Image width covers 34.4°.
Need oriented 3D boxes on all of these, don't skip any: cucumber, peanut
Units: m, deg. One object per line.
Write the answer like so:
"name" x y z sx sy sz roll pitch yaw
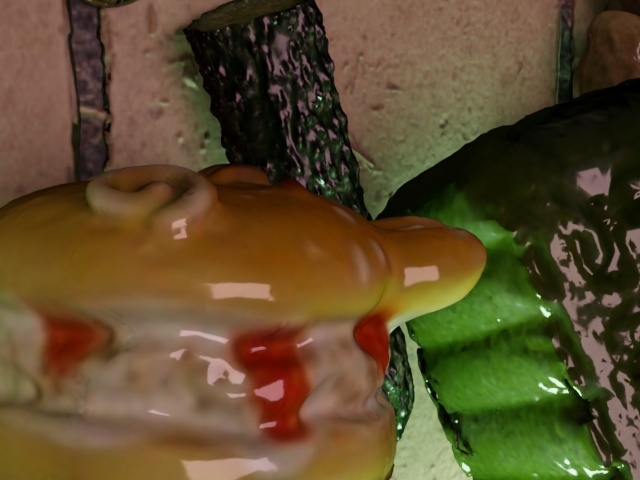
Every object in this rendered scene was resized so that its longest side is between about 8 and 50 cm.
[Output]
"cucumber" 0.000 0.000 0.764 0.096 0.096 0.359 -30 115 -30
"peanut" 0.298 -0.112 0.962 0.086 0.104 0.228 -48 119 -31

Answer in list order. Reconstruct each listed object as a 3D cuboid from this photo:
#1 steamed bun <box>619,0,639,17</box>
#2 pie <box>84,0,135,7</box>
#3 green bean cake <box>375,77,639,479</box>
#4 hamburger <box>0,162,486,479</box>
"steamed bun" 0.377 -0.319 0.889 0.199 0.251 0.301 24 82 -50
"pie" -0.143 -0.194 0.678 0.085 0.017 0.085 -6 100 -36
"green bean cake" 0.245 0.050 0.783 0.319 0.218 0.335 -25 87 -30
"hamburger" -0.057 0.047 0.607 0.302 0.261 0.186 7 92 -3
